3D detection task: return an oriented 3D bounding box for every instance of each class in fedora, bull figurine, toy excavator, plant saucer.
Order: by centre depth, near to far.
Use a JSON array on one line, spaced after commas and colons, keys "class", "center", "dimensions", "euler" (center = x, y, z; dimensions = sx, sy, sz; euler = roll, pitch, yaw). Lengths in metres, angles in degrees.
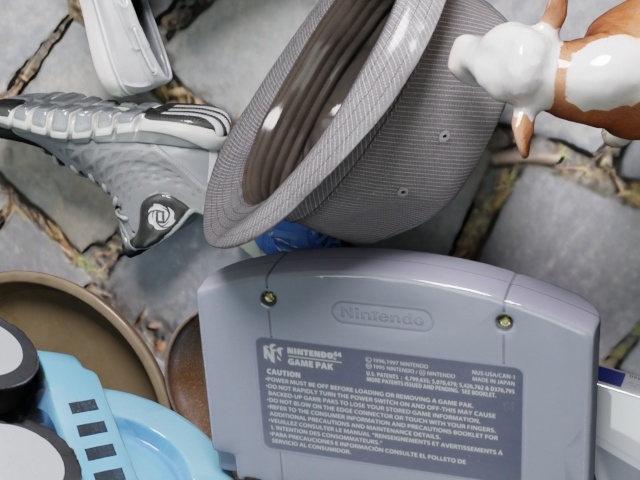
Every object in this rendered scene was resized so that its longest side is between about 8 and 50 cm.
[{"class": "bull figurine", "center": [0.239, -0.120, 0.735], "dimensions": [0.310, 0.188, 0.101], "euler": [-12, 89, 14]}, {"class": "fedora", "center": [0.041, -0.089, 0.853], "dimensions": [0.124, 0.244, 0.275], "euler": [29, 110, -19]}, {"class": "toy excavator", "center": [-0.112, 0.268, 0.956], "dimensions": [0.433, 0.445, 0.222], "euler": [53, 127, 49]}, {"class": "plant saucer", "center": [-0.035, 0.128, 0.999], "dimensions": [0.198, 0.036, 0.199], "euler": [12, 121, 21]}, {"class": "plant saucer", "center": [-0.250, 0.158, 1.110], "dimensions": [0.277, 0.041, 0.278], "euler": [6, 107, 21]}]

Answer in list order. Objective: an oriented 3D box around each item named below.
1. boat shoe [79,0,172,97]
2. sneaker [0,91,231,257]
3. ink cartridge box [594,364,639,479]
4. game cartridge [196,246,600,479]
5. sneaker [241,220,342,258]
[{"class": "boat shoe", "center": [-0.163, -0.209, 0.965], "dimensions": [0.063, 0.066, 0.184], "euler": [-9, 100, 13]}, {"class": "sneaker", "center": [-0.185, -0.051, 1.004], "dimensions": [0.228, 0.086, 0.132], "euler": [7, 109, 19]}, {"class": "ink cartridge box", "center": [0.228, 0.212, 0.925], "dimensions": [0.223, 0.045, 0.224], "euler": [14, 109, 18]}, {"class": "game cartridge", "center": [0.056, 0.104, 0.891], "dimensions": [0.297, 0.062, 0.198], "euler": [5, 111, 18]}, {"class": "sneaker", "center": [-0.001, 0.000, 0.955], "dimensions": [0.152, 0.058, 0.085], "euler": [42, 124, 14]}]
